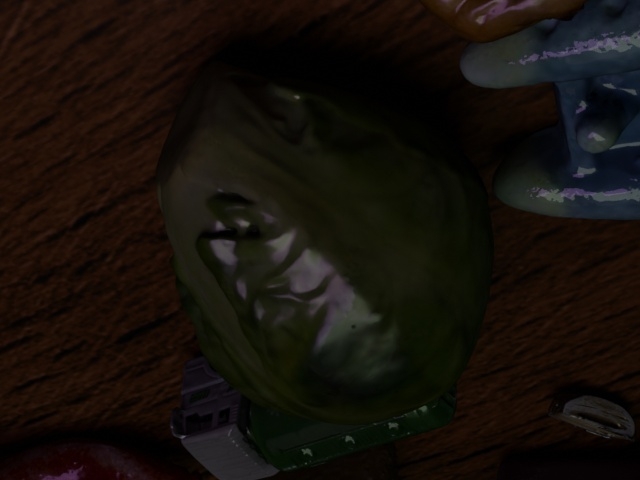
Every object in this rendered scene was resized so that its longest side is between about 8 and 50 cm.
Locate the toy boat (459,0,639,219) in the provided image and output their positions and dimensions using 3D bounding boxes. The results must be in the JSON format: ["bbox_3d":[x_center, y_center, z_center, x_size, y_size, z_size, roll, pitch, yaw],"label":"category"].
[{"bbox_3d":[0.263,-0.088,0.881,0.330,0.123,0.215,-7,134,12],"label":"toy boat"}]

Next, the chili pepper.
[{"bbox_3d":[-0.235,0.251,1.278,0.252,0.144,0.136,-22,138,5],"label":"chili pepper"}]

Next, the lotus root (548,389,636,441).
[{"bbox_3d":[0.244,0.155,1.203,0.083,0.030,0.037,23,165,-15],"label":"lotus root"}]

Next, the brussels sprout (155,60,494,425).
[{"bbox_3d":[0.000,0.000,0.934,0.271,0.210,0.219,43,147,-20],"label":"brussels sprout"}]

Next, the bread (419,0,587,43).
[{"bbox_3d":[0.122,-0.291,0.663,0.337,0.148,0.328,-27,125,31],"label":"bread"}]

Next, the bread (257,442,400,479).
[{"bbox_3d":[0.005,0.272,1.224,0.138,0.196,0.102,-6,133,17],"label":"bread"}]

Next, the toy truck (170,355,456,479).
[{"bbox_3d":[-0.002,0.129,1.124,0.242,0.125,0.101,-19,133,24],"label":"toy truck"}]

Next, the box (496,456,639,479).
[{"bbox_3d":[0.252,0.335,1.287,0.167,0.193,0.294,3,138,13],"label":"box"}]
